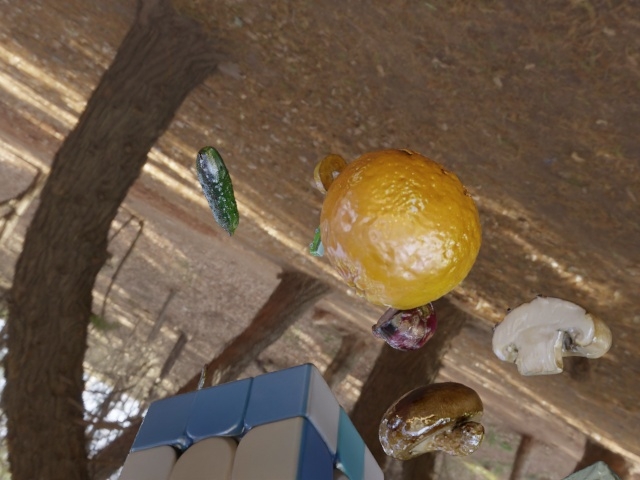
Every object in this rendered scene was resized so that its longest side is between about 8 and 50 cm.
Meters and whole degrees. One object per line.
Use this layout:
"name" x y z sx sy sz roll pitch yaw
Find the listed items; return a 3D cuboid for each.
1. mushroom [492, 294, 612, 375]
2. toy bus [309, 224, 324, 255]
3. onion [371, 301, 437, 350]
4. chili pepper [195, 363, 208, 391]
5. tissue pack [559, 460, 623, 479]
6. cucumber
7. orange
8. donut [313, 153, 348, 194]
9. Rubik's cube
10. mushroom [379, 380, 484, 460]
"mushroom" 0.491 0.200 1.141 0.151 0.156 0.286 11 161 -19
"toy bus" 0.000 0.000 1.496 0.037 0.083 0.031 3 156 44
"onion" 0.235 0.249 1.632 0.140 0.195 0.218 42 132 -6
"chili pepper" -0.349 0.499 1.460 0.131 0.338 0.134 -5 -149 -27
"tissue pack" 0.506 0.557 1.019 0.316 0.228 0.103 43 -159 -21
"cucumber" -0.223 -0.103 1.237 0.069 0.069 0.227 22 138 37
"orange" 0.154 -0.014 1.172 0.341 0.293 0.340 37 163 14
"donut" 0.026 -0.162 1.387 0.043 0.108 0.097 -10 105 46
"Rubik's cube" -0.108 0.463 0.916 0.344 0.347 0.346 -19 122 18
"mushroom" 0.341 0.558 1.729 0.345 0.239 0.345 4 143 3
